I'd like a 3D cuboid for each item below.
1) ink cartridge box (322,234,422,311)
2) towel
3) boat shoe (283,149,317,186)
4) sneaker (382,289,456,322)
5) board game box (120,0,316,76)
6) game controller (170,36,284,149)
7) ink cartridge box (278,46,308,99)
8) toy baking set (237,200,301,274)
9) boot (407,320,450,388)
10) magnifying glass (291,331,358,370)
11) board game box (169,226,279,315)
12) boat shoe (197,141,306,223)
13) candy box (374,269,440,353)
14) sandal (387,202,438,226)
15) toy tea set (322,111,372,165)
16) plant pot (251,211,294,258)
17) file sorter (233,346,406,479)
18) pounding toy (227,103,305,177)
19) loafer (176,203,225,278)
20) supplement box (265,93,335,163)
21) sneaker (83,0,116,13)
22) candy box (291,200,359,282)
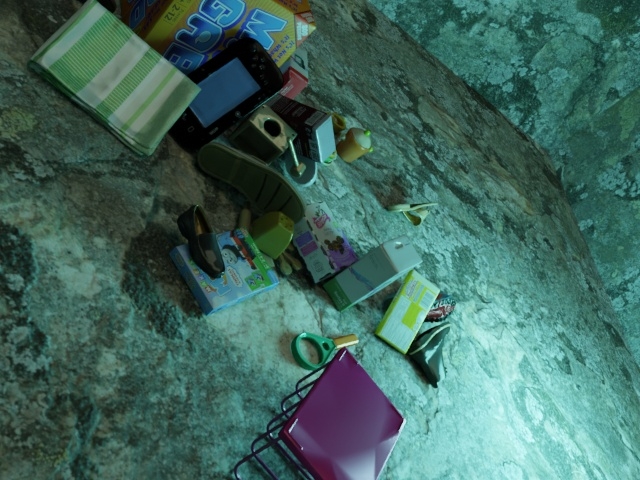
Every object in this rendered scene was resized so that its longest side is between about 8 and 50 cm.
[{"bbox_3d":[0.136,0.084,1.832,0.093,0.212,0.154,57,32,9],"label":"ink cartridge box"},{"bbox_3d":[-0.464,-0.377,1.627,0.325,0.038,0.247,39,60,-18],"label":"towel"},{"bbox_3d":[-0.064,-0.257,2.047,0.084,0.095,0.258,48,21,-61],"label":"boat shoe"},{"bbox_3d":[0.263,0.179,2.034,0.262,0.104,0.125,7,23,-39],"label":"sneaker"},{"bbox_3d":[-0.288,-0.640,1.908,0.357,0.356,0.356,21,42,-39],"label":"board game box"},{"bbox_3d":[-0.250,-0.370,1.779,0.166,0.319,0.067,52,-10,4],"label":"game controller"},{"bbox_3d":[-0.110,-0.507,2.209,0.078,0.134,0.230,31,37,-30],"label":"ink cartridge box"},{"bbox_3d":[-0.130,-0.013,1.779,0.197,0.030,0.256,32,36,-32],"label":"toy baking set"},{"bbox_3d":[0.327,0.318,1.978,0.198,0.077,0.137,-25,82,-44],"label":"boot"},{"bbox_3d":[0.015,0.253,1.685,0.231,0.026,0.092,-3,59,-54],"label":"magnifying glass"},{"bbox_3d":[-0.209,0.063,1.566,0.212,0.039,0.160,-21,74,-49],"label":"board game box"},{"bbox_3d":[-0.158,-0.154,1.771,0.302,0.113,0.103,36,19,0],"label":"boat shoe"},{"bbox_3d":[0.235,0.191,1.907,0.105,0.027,0.205,37,74,-18],"label":"candy box"},{"bbox_3d":[0.311,-0.085,2.384,0.240,0.088,0.079,-6,93,-46],"label":"sandal"},{"bbox_3d":[0.040,-0.346,2.239,0.200,0.124,0.336,57,32,10],"label":"toy tea set"},{"bbox_3d":[-0.108,-0.022,1.702,0.081,0.083,0.081,37,34,-27],"label":"plant pot"},{"bbox_3d":[-0.002,0.392,1.369,0.202,0.182,0.291,50,32,-3],"label":"file sorter"},{"bbox_3d":[-0.112,-0.265,1.892,0.206,0.181,0.094,42,54,-14],"label":"pounding toy"},{"bbox_3d":[-0.247,0.002,1.500,0.062,0.061,0.170,-15,67,-49],"label":"loafer"},{"bbox_3d":[-0.079,-0.317,1.946,0.240,0.130,0.073,27,59,28],"label":"supplement box"},{"bbox_3d":[-0.604,-0.656,1.806,0.188,0.066,0.071,31,36,-29],"label":"sneaker"},{"bbox_3d":[0.000,0.000,1.855,0.196,0.070,0.165,61,26,6],"label":"candy box"}]
